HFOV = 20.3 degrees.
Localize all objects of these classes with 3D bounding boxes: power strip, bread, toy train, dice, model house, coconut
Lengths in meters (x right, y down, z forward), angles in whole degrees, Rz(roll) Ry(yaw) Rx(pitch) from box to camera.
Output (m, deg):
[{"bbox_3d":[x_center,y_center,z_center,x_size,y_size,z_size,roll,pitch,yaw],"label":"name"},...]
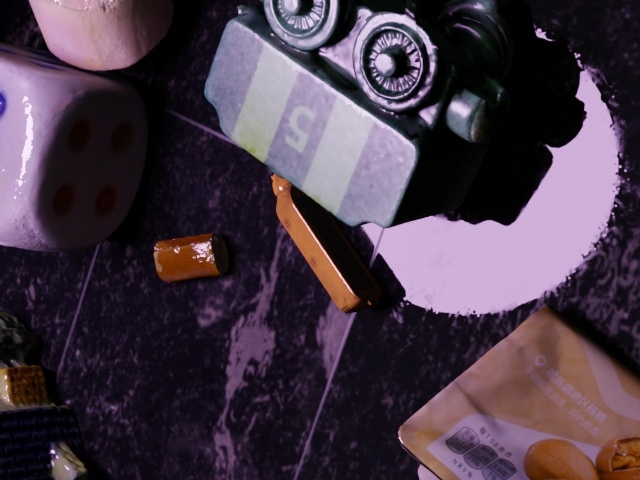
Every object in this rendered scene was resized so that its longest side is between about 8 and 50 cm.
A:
[{"bbox_3d":[0.000,0.000,1.792,0.028,0.049,0.178,-45,68,30],"label":"power strip"},{"bbox_3d":[-0.138,0.019,1.891,0.083,0.036,0.047,-9,89,35],"label":"bread"},{"bbox_3d":[0.042,-0.153,1.706,0.299,0.167,0.238,38,121,28],"label":"toy train"},{"bbox_3d":[-0.310,-0.101,1.908,0.194,0.192,0.193,22,104,29],"label":"dice"},{"bbox_3d":[-0.362,0.200,1.947,0.211,0.194,0.170,38,108,28],"label":"model house"},{"bbox_3d":[-0.230,-0.251,1.877,0.147,0.153,0.147,-5,57,8],"label":"coconut"}]

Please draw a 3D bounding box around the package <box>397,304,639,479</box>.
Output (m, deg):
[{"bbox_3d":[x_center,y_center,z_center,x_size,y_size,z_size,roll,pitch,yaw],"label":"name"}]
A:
[{"bbox_3d":[0.240,0.245,1.603,0.311,0.221,0.165,40,151,24],"label":"package"}]
